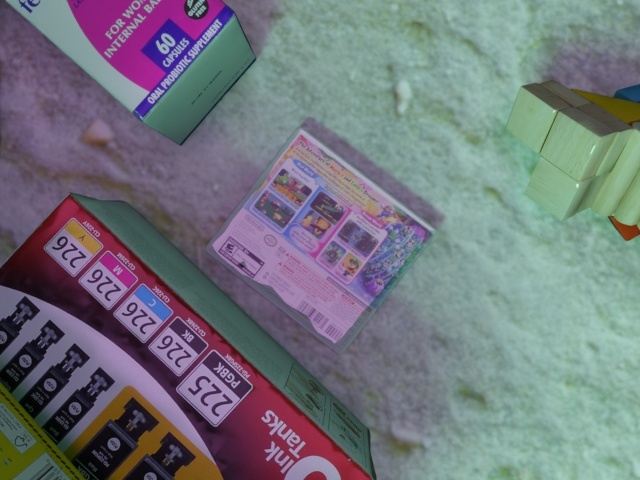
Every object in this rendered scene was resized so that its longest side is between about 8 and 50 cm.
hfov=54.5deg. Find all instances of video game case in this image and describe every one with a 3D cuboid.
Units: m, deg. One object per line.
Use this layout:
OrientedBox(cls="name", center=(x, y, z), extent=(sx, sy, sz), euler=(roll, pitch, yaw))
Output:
OrientedBox(cls="video game case", center=(0.000, 0.000, 0.561), extent=(0.157, 0.019, 0.143), euler=(38, 90, 2))

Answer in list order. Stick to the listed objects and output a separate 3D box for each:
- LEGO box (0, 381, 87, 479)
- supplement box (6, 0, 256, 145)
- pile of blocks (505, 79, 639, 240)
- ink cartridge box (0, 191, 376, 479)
OrientedBox(cls="LEGO box", center=(-0.324, 0.277, 0.382), extent=(0.372, 0.193, 0.500), euler=(-41, 91, 15))
OrientedBox(cls="supplement box", center=(-0.178, -0.200, 0.521), extent=(0.220, 0.114, 0.111), euler=(41, 91, 3))
OrientedBox(cls="pile of blocks", center=(0.333, -0.042, 0.525), extent=(0.363, 0.149, 0.112), euler=(19, 133, 10))
OrientedBox(cls="ink cartridge box", center=(-0.159, 0.166, 0.507), extent=(0.309, 0.130, 0.272), euler=(43, 92, 1))
